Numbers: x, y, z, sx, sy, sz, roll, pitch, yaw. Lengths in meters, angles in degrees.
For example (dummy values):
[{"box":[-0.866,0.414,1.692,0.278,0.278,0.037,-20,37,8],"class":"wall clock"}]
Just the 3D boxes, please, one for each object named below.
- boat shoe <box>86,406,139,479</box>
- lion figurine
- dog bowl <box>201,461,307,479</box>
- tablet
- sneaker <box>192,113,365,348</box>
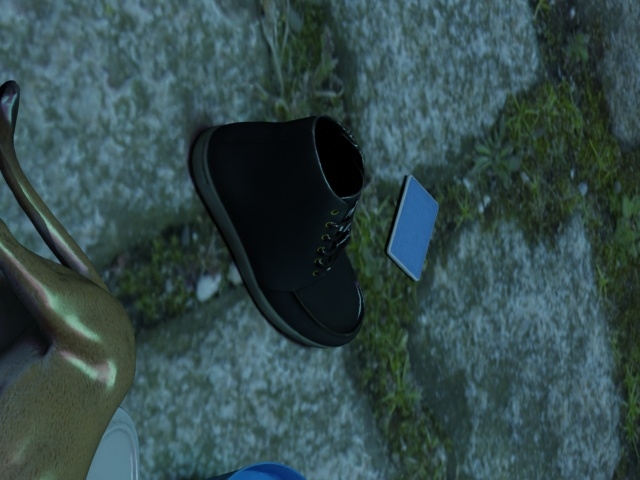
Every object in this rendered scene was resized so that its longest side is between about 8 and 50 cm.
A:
[{"box":[-0.150,0.232,1.072,0.096,0.088,0.267,36,57,-45],"class":"boat shoe"},{"box":[-0.186,0.120,0.988,0.240,0.142,0.392,40,59,-32],"class":"lion figurine"},{"box":[-0.058,0.309,1.198,0.166,0.074,0.297,-6,90,-53],"class":"dog bowl"},{"box":[0.083,-0.011,1.487,0.054,0.006,0.083,44,53,-41],"class":"tablet"},{"box":[0.000,0.000,1.280,0.222,0.118,0.083,56,45,-32],"class":"sneaker"}]
